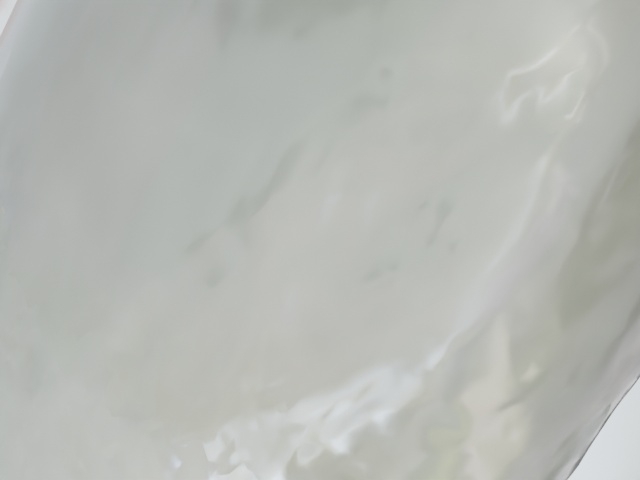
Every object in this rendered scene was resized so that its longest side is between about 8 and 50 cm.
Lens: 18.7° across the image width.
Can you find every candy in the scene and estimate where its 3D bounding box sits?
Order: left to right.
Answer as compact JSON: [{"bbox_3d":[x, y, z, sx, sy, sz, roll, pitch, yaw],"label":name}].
[{"bbox_3d":[0.005,-0.049,0.601,0.386,0.186,0.427,-63,18,-12],"label":"candy"}]
